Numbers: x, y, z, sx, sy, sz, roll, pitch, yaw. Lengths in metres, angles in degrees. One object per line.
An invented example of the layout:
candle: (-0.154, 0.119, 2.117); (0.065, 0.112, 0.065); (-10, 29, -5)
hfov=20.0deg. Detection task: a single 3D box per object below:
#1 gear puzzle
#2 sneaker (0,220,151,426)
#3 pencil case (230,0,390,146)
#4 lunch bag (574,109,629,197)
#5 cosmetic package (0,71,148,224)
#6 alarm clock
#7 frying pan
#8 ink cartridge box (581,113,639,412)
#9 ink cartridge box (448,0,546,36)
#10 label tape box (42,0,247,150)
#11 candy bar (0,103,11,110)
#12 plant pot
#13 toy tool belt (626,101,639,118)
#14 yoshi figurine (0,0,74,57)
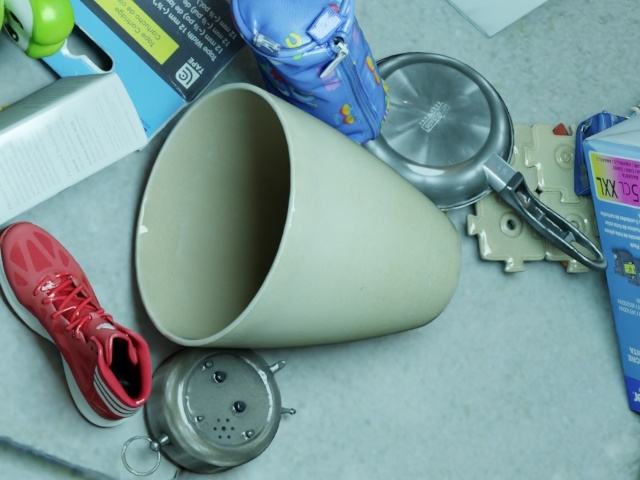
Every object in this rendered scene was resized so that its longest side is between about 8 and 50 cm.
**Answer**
gear puzzle: (0.228, -0.046, 2.023); (0.338, 0.044, 0.176); (0, 76, -22)
sneaker: (-0.222, 0.067, 1.728); (0.087, 0.128, 0.221); (-35, 93, -29)
pencil case: (-0.004, -0.181, 1.798); (0.119, 0.306, 0.133); (-41, 70, -6)
lunch bag: (0.316, -0.096, 2.008); (0.065, 0.067, 0.098); (9, 73, -20)
cosmetic package: (-0.294, -0.077, 1.736); (0.231, 0.117, 0.085); (-33, 109, -27)
alarm clock: (-0.116, 0.171, 1.782); (0.192, 0.064, 0.129); (-34, 93, -29)
frying pan: (0.149, -0.073, 1.944); (0.197, 0.053, 0.326); (-25, 70, -19)
ink cartridge box: (0.459, 0.035, 1.988); (0.270, 0.151, 0.396); (-25, 115, -28)
ink cartridge box: (0.262, -0.382, 2.041); (0.115, 0.198, 0.273); (41, 63, -11)
label tape box: (-0.150, -0.303, 1.858); (0.249, 0.115, 0.348); (44, 97, -8)
candy bar: (-0.375, -0.122, 1.774); (0.161, 0.018, 0.040); (5, 72, -23)
plant pot: (0.000, 0.000, 1.806); (0.274, 0.256, 0.257); (14, 69, -37)
toy tool belt: (0.381, -0.149, 2.118); (0.051, 0.052, 0.083); (44, 90, 1)
yoshi figurine: (-0.388, -0.307, 1.719); (0.203, 0.203, 0.362); (-38, 86, 11)
